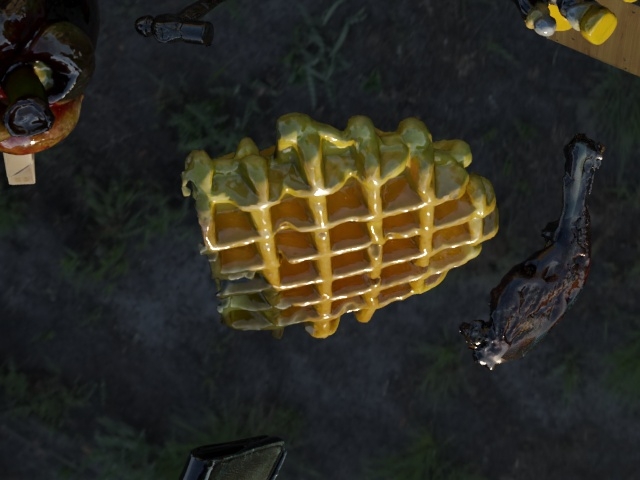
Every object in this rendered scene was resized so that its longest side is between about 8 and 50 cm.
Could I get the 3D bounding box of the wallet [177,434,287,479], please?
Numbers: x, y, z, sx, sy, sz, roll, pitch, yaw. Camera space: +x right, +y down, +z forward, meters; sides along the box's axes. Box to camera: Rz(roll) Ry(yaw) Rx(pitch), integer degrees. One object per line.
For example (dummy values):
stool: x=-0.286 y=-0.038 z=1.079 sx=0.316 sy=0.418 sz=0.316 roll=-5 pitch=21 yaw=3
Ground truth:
wallet: x=-0.143 y=0.347 z=1.328 sx=0.045 sy=0.172 sz=0.318 roll=31 pitch=106 yaw=25

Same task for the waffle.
waffle: x=0.001 y=0.001 z=0.969 sx=0.309 sy=0.065 sz=0.283 roll=17 pitch=141 yaw=-42

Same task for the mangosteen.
mangosteen: x=-0.276 y=-0.165 z=1.052 sx=0.250 sy=0.211 sz=0.211 roll=48 pitch=131 yaw=36

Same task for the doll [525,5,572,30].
doll: x=0.277 y=-0.395 z=1.387 sx=0.141 sy=0.177 sz=0.314 roll=8 pitch=83 yaw=10

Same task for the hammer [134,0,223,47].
hammer: x=-0.079 y=-0.199 z=1.023 sx=0.065 sy=0.178 sz=0.021 roll=14 pitch=124 yaw=24

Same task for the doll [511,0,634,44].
doll: x=0.180 y=-0.298 z=1.199 sx=0.316 sy=0.103 sz=0.145 roll=48 pitch=130 yaw=33

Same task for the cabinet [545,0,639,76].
cabinet: x=0.431 y=-0.330 z=1.625 sx=0.215 sy=0.175 sz=0.148 roll=28 pitch=159 yaw=19

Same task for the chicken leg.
chicken leg: x=0.225 y=0.017 z=1.245 sx=0.106 sy=0.051 sz=0.253 roll=23 pitch=95 yaw=-38

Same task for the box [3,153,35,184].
box: x=-0.481 y=-0.248 z=1.960 sx=0.051 sy=0.205 sz=0.365 roll=-4 pitch=161 yaw=-12
